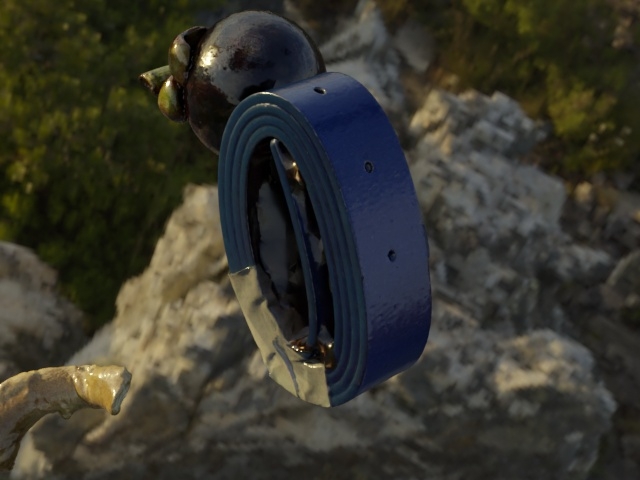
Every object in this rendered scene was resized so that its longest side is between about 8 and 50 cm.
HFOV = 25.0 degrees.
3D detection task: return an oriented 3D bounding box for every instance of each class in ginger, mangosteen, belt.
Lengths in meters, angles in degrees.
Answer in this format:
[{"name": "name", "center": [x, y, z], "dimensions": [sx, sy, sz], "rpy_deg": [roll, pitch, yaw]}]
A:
[{"name": "ginger", "center": [-0.296, 0.177, 1.280], "dimensions": [0.288, 0.089, 0.075], "rpy_deg": [-22, 15, -1]}, {"name": "mangosteen", "center": [-0.104, -0.189, 1.744], "dimensions": [0.230, 0.194, 0.194], "rpy_deg": [12, 36, 20]}, {"name": "belt", "center": [0.000, 0.000, 1.552], "dimensions": [0.212, 0.347, 0.117], "rpy_deg": [2, 19, 44]}]
